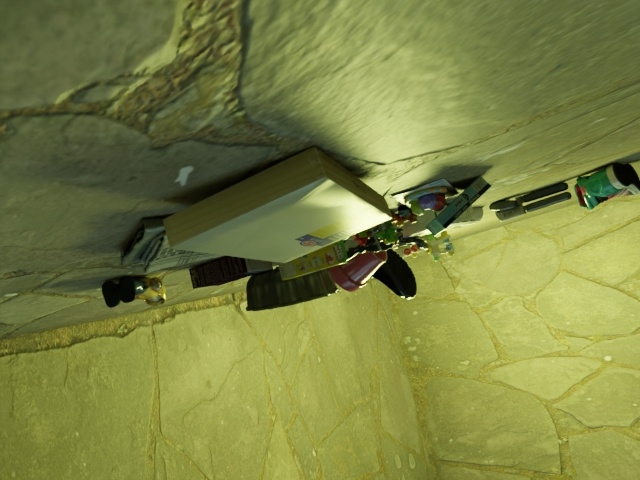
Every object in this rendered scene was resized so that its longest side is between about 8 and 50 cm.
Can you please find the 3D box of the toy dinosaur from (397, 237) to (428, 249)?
[{"bbox_3d":[0.250,-0.010,1.674,0.268,0.064,0.118,0,-154,-22],"label":"toy dinosaur"}]

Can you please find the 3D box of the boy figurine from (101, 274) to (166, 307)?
[{"bbox_3d":[-0.578,0.165,1.521,0.177,0.092,0.285,-17,170,1],"label":"boy figurine"}]

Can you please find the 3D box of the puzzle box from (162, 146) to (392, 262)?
[{"bbox_3d":[-0.045,-0.039,0.873,0.272,0.052,0.409,-23,167,17],"label":"puzzle box"}]

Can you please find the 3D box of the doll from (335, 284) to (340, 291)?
[{"bbox_3d":[0.027,0.227,2.132,0.129,0.046,0.189,-11,171,-14],"label":"doll"}]

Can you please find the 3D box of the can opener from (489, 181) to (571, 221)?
[{"bbox_3d":[0.780,-0.141,1.796,0.280,0.074,0.093,-19,171,35],"label":"can opener"}]

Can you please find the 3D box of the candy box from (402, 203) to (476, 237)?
[{"bbox_3d":[0.394,-0.070,1.624,0.196,0.070,0.165,-8,171,-36],"label":"candy box"}]

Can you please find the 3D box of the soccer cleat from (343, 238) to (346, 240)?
[{"bbox_3d":[0.000,0.000,1.440,0.196,0.068,0.076,-17,176,3],"label":"soccer cleat"}]

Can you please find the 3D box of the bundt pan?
[{"bbox_3d":[-0.110,0.147,1.664,0.330,0.124,0.331,-12,-179,0],"label":"bundt pan"}]

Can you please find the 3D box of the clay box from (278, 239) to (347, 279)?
[{"bbox_3d":[-0.021,0.020,1.292,0.222,0.127,0.053,-17,173,33],"label":"clay box"}]

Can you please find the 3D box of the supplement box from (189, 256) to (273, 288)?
[{"bbox_3d":[-0.291,0.092,1.563,0.239,0.073,0.130,-18,172,25],"label":"supplement box"}]

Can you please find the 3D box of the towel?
[{"bbox_3d":[-0.238,0.000,1.007,0.324,0.056,0.312,-9,172,-31],"label":"towel"}]

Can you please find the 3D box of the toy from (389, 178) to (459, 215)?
[{"bbox_3d":[0.279,-0.097,1.235,0.137,0.056,0.237,-19,172,23],"label":"toy"}]

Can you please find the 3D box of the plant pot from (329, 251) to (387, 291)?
[{"bbox_3d":[0.143,0.067,1.816,0.180,0.201,0.201,-36,163,29],"label":"plant pot"}]

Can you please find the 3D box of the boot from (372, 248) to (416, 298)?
[{"bbox_3d":[0.227,0.134,2.064,0.260,0.348,0.131,-26,-160,44],"label":"boot"}]

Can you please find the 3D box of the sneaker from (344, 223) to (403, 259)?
[{"bbox_3d":[0.127,-0.014,1.548,0.279,0.107,0.118,-14,-164,-10],"label":"sneaker"}]

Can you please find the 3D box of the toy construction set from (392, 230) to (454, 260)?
[{"bbox_3d":[0.410,0.032,2.143,0.327,0.151,0.215,-6,-163,-5],"label":"toy construction set"}]

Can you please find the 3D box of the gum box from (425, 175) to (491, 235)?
[{"bbox_3d":[0.359,-0.086,1.273,0.157,0.041,0.184,-43,172,1],"label":"gum box"}]

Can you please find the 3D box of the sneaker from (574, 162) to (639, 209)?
[{"bbox_3d":[0.993,-0.180,1.679,0.295,0.124,0.178,3,159,-41],"label":"sneaker"}]

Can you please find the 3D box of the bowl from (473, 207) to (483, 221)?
[{"bbox_3d":[0.571,-0.086,1.917,0.142,0.053,0.142,-21,169,40],"label":"bowl"}]

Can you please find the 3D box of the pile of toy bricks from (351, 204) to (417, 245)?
[{"bbox_3d":[0.194,-0.033,1.380,0.212,0.105,0.118,-9,171,-37],"label":"pile of toy bricks"}]
